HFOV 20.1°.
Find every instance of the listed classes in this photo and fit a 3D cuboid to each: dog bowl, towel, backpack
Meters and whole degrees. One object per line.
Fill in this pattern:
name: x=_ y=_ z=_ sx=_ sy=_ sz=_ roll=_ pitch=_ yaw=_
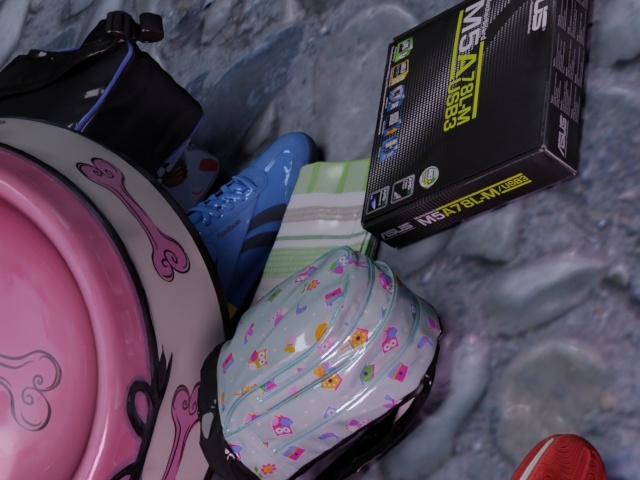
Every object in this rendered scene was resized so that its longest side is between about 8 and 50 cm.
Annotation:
dog bowl: x=-0.282 y=0.100 z=1.401 sx=0.408 sy=0.150 sz=0.408 roll=0 pitch=89 yaw=18
towel: x=0.000 y=0.000 z=1.440 sx=0.113 sy=0.023 sz=0.152 roll=-4 pitch=59 yaw=42
backpack: x=-0.241 y=-0.062 z=1.656 sx=0.276 sy=0.213 sz=0.263 roll=-51 pitch=33 yaw=-16
backpack: x=-0.002 y=0.091 z=1.292 sx=0.182 sy=0.115 sz=0.152 roll=-35 pitch=35 yaw=26

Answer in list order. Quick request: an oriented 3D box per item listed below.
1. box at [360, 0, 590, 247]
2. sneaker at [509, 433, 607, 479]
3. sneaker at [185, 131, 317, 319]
box: x=0.119 y=-0.105 z=1.369 sx=0.184 sy=0.045 sz=0.191 roll=-25 pitch=44 yaw=43
sneaker: x=0.083 y=0.212 z=1.099 sx=0.128 sy=0.087 sz=0.221 roll=9 pitch=68 yaw=54
sneaker: x=-0.080 y=-0.011 z=1.517 sx=0.209 sy=0.082 sz=0.069 roll=-57 pitch=30 yaw=-3
